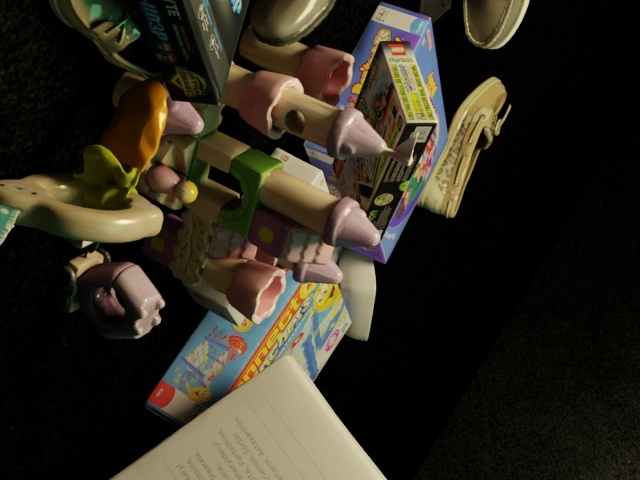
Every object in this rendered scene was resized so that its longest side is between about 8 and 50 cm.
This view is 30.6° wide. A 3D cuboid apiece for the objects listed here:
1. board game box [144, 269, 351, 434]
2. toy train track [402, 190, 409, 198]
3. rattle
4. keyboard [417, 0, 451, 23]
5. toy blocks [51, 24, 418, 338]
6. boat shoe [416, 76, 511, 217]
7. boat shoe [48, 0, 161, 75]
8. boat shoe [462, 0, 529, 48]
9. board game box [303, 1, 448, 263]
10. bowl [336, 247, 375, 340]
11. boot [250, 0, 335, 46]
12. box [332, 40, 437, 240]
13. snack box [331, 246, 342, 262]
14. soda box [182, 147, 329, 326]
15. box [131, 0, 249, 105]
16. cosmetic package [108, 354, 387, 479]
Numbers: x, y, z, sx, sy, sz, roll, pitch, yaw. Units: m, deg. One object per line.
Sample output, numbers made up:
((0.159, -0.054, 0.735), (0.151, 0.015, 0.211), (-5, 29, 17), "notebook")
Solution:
((-0.088, 0.167, 1.649), (0.308, 0.086, 0.302), (-56, 160, -15), "board game box")
((0.115, -0.066, 1.674), (0.048, 0.014, 0.083), (-70, 162, 8), "toy train track")
((-0.224, -0.065, 0.996), (0.200, 0.130, 0.142), (4, 125, -40), "rattle")
((0.171, -0.388, 1.659), (0.108, 0.023, 0.180), (-44, 155, -27), "keyboard")
((-0.060, -0.033, 1.204), (0.309, 0.260, 0.288), (-33, 146, -54), "toy blocks")
((0.265, -0.163, 2.079), (0.285, 0.089, 0.104), (-57, 159, -14), "boat shoe")
((-0.175, -0.191, 1.007), (0.063, 0.059, 0.170), (-60, 160, -5), "boat shoe")
((0.255, -0.419, 1.707), (0.091, 0.109, 0.305), (-36, 141, -50), "boat shoe")
((0.090, -0.141, 1.665), (0.233, 0.078, 0.347), (-62, 161, -17), "board game box")
((0.050, 0.072, 1.852), (0.142, 0.053, 0.142), (98, -8, -45), "bowl")
((-0.019, -0.337, 1.206), (0.246, 0.083, 0.161), (-59, 151, -17), "boot")
((0.065, -0.103, 1.260), (0.036, 0.114, 0.207), (-3, 145, -18), "box")
((0.000, 0.000, 1.741), (0.064, 0.022, 0.178), (-57, 160, -18), "snack box")
((-0.078, -0.005, 1.466), (0.216, 0.074, 0.069), (-56, 159, -15), "soda box")
((-0.111, -0.249, 1.017), (0.220, 0.051, 0.175), (76, 24, -62), "box")
((-0.084, 0.420, 1.465), (0.394, 0.327, 0.329), (-35, 155, -9), "cosmetic package")
